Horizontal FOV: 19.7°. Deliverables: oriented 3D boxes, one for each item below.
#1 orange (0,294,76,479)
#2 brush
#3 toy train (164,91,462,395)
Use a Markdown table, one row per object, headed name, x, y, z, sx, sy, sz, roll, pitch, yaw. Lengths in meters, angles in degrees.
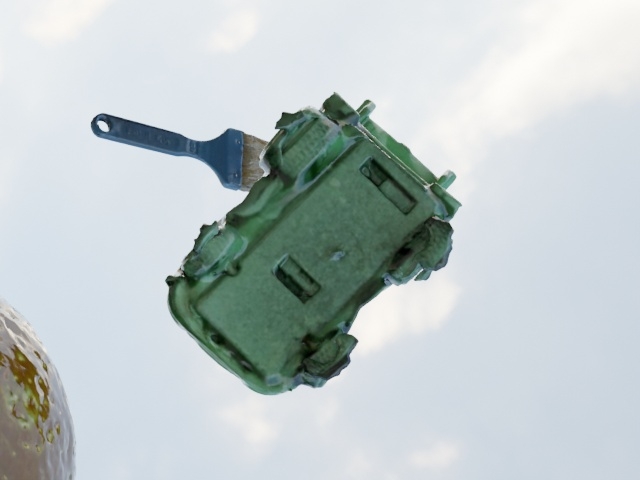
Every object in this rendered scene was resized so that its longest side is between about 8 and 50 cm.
| name | x | y | z | sx | sy | sz | roll | pitch | yaw |
| --- | --- | --- | --- | --- | --- | --- | --- | --- | --- |
| orange | -0.203 | 0.090 | 0.788 | 0.237 | 0.179 | 0.158 | 3 | -163 | 28 |
| brush | -0.107 | -0.074 | 1.457 | 0.014 | 0.164 | 0.051 | -30 | -127 | 51 |
| toy train | 0.000 | 0.000 | 0.845 | 0.149 | 0.099 | 0.081 | -49 | 179 | -11 |
